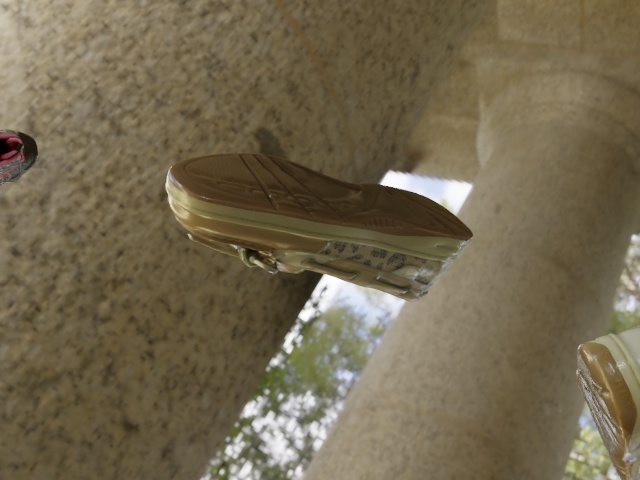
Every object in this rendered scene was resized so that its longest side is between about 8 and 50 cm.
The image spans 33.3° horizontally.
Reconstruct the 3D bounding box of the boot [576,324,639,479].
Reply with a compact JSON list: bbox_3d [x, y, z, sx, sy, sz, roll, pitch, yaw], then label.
[{"bbox_3d":[0.234,0.072,0.613,0.165,0.077,0.213,-24,-21,6],"label":"boot"}]

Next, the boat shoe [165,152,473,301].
[{"bbox_3d":[0.000,0.000,0.858,0.285,0.104,0.089,11,-63,-34],"label":"boat shoe"}]

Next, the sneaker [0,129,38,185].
[{"bbox_3d":[-0.246,-0.067,0.823,0.057,0.119,0.047,-10,-85,19],"label":"sneaker"}]
